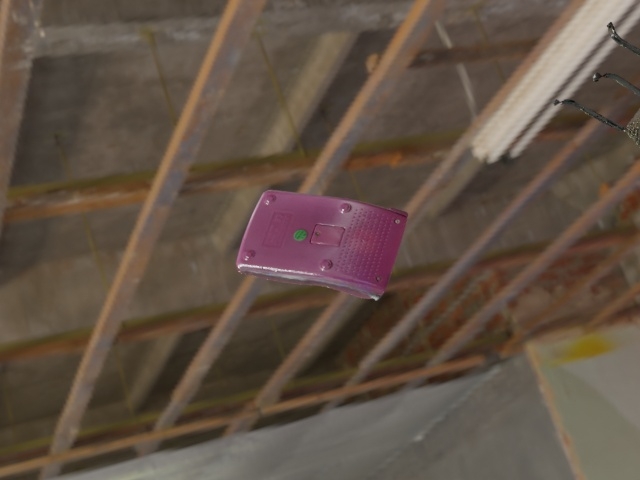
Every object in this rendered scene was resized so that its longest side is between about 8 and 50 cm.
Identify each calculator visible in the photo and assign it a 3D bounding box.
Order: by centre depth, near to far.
[{"bbox_3d":[0.000,0.000,1.410,0.191,0.126,0.034,10,-31,14],"label":"calculator"}]

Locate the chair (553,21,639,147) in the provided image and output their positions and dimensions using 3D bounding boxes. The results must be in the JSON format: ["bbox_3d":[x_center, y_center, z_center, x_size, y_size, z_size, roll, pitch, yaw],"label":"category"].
[{"bbox_3d":[0.411,-0.163,1.423,0.149,0.213,0.174,-47,5,-18],"label":"chair"}]
